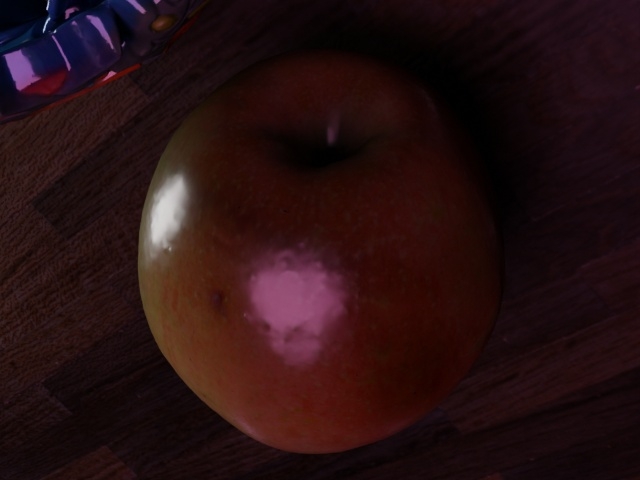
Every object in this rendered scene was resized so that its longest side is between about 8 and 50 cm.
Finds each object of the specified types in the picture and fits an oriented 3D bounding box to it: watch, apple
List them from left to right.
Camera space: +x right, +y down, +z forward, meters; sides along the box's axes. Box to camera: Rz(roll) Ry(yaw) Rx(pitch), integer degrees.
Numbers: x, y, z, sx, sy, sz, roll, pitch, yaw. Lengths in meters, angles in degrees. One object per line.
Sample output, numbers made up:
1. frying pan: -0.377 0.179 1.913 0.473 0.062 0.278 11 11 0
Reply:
1. watch: -0.232 -0.261 0.934 0.305 0.241 0.274 -24 98 38
2. apple: 0.000 0.000 0.939 0.319 0.319 0.277 9 144 21
